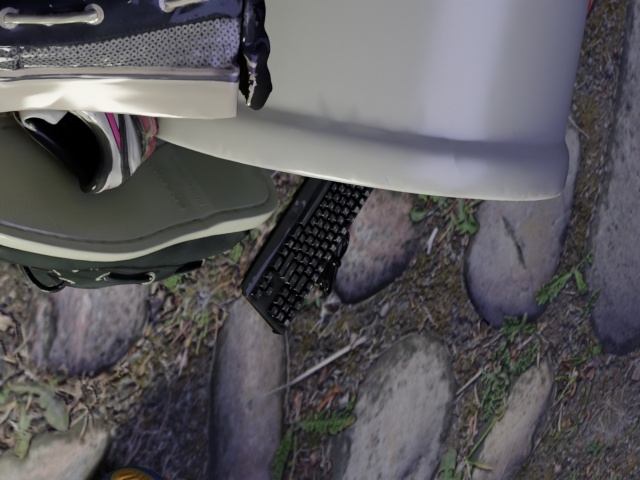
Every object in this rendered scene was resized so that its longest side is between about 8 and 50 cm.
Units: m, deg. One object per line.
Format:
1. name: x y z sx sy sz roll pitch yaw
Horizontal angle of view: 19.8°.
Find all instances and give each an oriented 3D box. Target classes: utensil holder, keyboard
1. utensil holder: 0.051 -0.250 1.345 0.327 0.327 0.385 -3 105 -52
2. keyboard: 0.000 0.000 1.641 0.180 0.023 0.108 -57 143 -17

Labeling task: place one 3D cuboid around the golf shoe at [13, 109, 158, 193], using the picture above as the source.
1. golf shoe: -0.184 -0.116 1.237 0.186 0.067 0.086 52 31 -10

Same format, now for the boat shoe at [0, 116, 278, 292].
1. boat shoe: -0.173 -0.014 1.331 0.113 0.127 0.340 -45 163 29

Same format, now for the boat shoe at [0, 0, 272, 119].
1. boat shoe: -0.195 -0.164 1.112 0.340 0.127 0.158 -1 113 -13

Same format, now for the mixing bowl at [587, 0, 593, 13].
1. mixing bowl: 0.175 -0.262 1.685 0.181 0.098 0.181 -26 125 -44

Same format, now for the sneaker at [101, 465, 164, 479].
1. sneaker: -0.113 0.322 1.535 0.131 0.112 0.296 -25 100 -61
